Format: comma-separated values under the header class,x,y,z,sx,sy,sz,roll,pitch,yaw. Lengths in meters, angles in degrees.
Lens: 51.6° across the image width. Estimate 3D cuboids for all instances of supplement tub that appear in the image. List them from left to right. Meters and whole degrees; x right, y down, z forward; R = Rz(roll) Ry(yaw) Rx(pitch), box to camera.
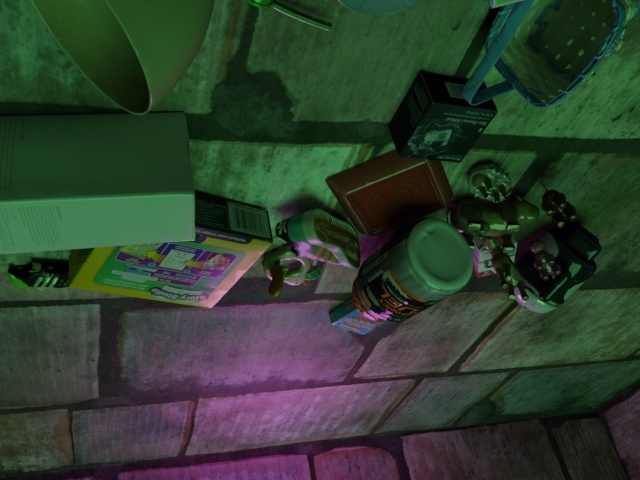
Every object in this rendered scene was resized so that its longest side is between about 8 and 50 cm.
class,x,y,z,sx,sy,sz,roll,pitch,yaw
supplement tub,0.217,0.088,1.658,0.194,0.193,0.316,4,155,-25

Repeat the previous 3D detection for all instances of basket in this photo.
class,x,y,z,sx,sy,sz,roll,pitch,yaw
basket,0.385,-0.355,1.117,0.289,0.201,0.254,-19,154,-33

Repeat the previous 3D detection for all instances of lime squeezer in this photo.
class,x,y,z,sx,sy,sz,roll,pitch,yaw
lime squeezer,-0.094,-0.417,1.027,0.110,0.058,0.310,-36,142,6

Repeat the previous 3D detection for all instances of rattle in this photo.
class,x,y,z,sx,sy,sz,roll,pitch,yaw
rattle,-0.058,0.110,1.735,0.130,0.142,0.199,-38,137,3

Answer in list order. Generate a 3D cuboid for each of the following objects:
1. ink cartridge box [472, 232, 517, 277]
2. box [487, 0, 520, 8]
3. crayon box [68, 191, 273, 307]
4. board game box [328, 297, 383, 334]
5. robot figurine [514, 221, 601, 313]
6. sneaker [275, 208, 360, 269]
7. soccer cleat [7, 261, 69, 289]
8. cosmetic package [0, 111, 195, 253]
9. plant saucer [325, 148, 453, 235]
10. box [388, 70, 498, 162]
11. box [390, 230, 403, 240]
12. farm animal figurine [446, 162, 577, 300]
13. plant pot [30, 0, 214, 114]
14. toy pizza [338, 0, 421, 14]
class,x,y,z,sx,sy,sz,roll,pitch,yaw
ink cartridge box,0.490,0.033,1.876,0.109,0.063,0.150,-15,147,2
box,0.331,-0.474,0.930,0.262,0.231,0.126,-15,146,0
crayon box,-0.346,0.018,1.522,0.363,0.106,0.313,14,139,-34
board game box,0.155,0.211,2.032,0.210,0.047,0.160,-35,141,30
robot figurine,0.667,0.083,1.886,0.209,0.173,0.278,13,124,-45
sneaker,0.000,0.000,1.636,0.121,0.108,0.302,-7,157,27
soccer cleat,-0.636,0.077,1.547,0.179,0.060,0.072,-8,145,-3
cosmetic package,-0.428,-0.109,1.212,0.385,0.217,0.156,-2,144,-14
plant saucer,0.176,-0.109,1.574,0.259,0.047,0.258,-22,146,11
box,0.248,-0.248,1.355,0.156,0.093,0.158,2,144,-22
box,0.241,0.049,1.838,0.137,0.036,0.225,-3,146,-15
farm animal figurine,0.470,-0.031,1.686,0.327,0.172,0.330,16,125,-10
plant pot,-0.257,-0.345,0.916,0.191,0.284,0.284,-42,153,-22
toy pizza,0.110,-0.439,1.058,0.201,0.032,0.201,-8,158,-3
